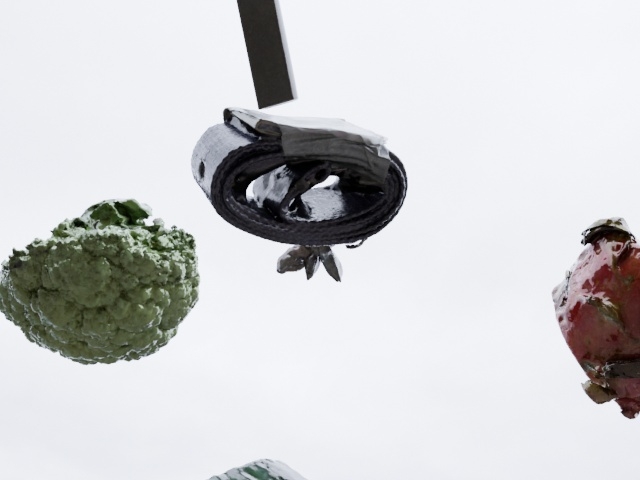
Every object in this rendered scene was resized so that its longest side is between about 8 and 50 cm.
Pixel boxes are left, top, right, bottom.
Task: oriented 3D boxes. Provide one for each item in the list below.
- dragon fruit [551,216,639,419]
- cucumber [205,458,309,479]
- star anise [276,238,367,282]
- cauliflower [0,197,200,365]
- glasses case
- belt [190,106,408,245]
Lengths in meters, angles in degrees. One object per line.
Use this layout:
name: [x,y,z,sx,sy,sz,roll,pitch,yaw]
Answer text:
dragon fruit: [0.363,0.109,0.910,0.147,0.211,0.282,-38,-77,17]
cucumber: [-0.055,0.303,0.674,0.130,0.191,0.191,28,-20,43]
star anise: [0.000,0.000,1.780,0.236,0.229,0.093,-32,-29,3]
cauliflower: [-0.302,0.035,1.101,0.275,0.250,0.272,12,-38,-11]
glasses case: [-0.088,-0.319,1.321,0.072,0.042,0.190,-10,-83,13]
belt: [-0.025,-0.077,0.890,0.231,0.126,0.139,2,-68,-23]
